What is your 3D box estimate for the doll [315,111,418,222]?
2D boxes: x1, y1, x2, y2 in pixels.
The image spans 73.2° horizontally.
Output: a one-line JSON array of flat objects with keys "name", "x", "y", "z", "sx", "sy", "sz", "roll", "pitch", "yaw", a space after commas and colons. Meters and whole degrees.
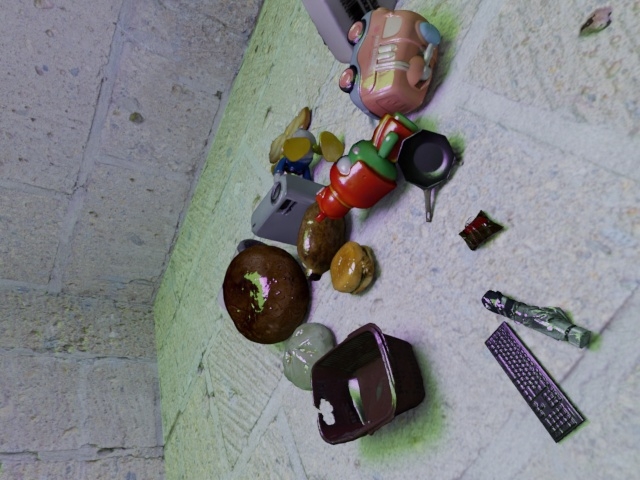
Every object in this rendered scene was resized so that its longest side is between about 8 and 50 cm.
[{"name": "doll", "x": 0.115, "y": -0.172, "z": 1.140, "sx": 0.363, "sy": 0.160, "sz": 0.182, "roll": -42, "pitch": 8, "yaw": 19}]

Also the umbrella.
[{"name": "umbrella", "x": 0.362, "y": 0.128, "z": 0.739, "sx": 0.188, "sy": 0.046, "sz": 0.050, "roll": 26, "pitch": 120, "yaw": 58}]

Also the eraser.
[{"name": "eraser", "x": 0.071, "y": -0.756, "z": 1.338, "sx": 0.150, "sy": 0.332, "sz": 0.331, "roll": 38, "pitch": 111, "yaw": 57}]

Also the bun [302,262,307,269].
[{"name": "bun", "x": -0.018, "y": 0.061, "z": 1.393, "sx": 0.086, "sy": 0.055, "sz": 0.086, "roll": -27, "pitch": 49, "yaw": 36}]

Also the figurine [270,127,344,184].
[{"name": "figurine", "x": -0.079, "y": -0.264, "z": 1.571, "sx": 0.338, "sy": 0.205, "sz": 0.283, "roll": -138, "pitch": 59, "yaw": -70}]

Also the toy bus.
[{"name": "toy bus", "x": 0.196, "y": -0.469, "z": 1.135, "sx": 0.232, "sy": 0.194, "sz": 0.287, "roll": 9, "pitch": 85, "yaw": 52}]

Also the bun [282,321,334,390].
[{"name": "bun", "x": -0.041, "y": 0.334, "z": 1.255, "sx": 0.195, "sy": 0.118, "sz": 0.195, "roll": -37, "pitch": 44, "yaw": 47}]

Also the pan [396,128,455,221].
[{"name": "pan", "x": 0.241, "y": -0.159, "z": 1.028, "sx": 0.129, "sy": 0.048, "sz": 0.201, "roll": 24, "pitch": 112, "yaw": 20}]

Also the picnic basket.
[{"name": "picnic basket", "x": 0.111, "y": 0.335, "z": 0.988, "sx": 0.297, "sy": 0.129, "sz": 0.222, "roll": -47, "pitch": 42, "yaw": 41}]

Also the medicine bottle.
[{"name": "medicine bottle", "x": -0.292, "y": 0.144, "z": 1.700, "sx": 0.273, "sy": 0.165, "sz": 0.165, "roll": -63, "pitch": 33, "yaw": 21}]

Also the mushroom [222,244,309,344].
[{"name": "mushroom", "x": -0.190, "y": 0.180, "z": 1.460, "sx": 0.346, "sy": 0.239, "sz": 0.344, "roll": 9, "pitch": 112, "yaw": 23}]

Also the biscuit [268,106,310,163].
[{"name": "biscuit", "x": -0.130, "y": -0.417, "z": 1.787, "sx": 0.299, "sy": 0.045, "sz": 0.154, "roll": -32, "pitch": 51, "yaw": 49}]

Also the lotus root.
[{"name": "lotus root", "x": 0.000, "y": 0.000, "z": 1.291, "sx": 0.129, "sy": 0.145, "sz": 0.260, "roll": -6, "pitch": 68, "yaw": 46}]

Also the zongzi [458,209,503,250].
[{"name": "zongzi", "x": 0.325, "y": -0.031, "z": 0.880, "sx": 0.083, "sy": 0.067, "sz": 0.073, "roll": -31, "pitch": 37, "yaw": 27}]

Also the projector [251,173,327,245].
[{"name": "projector", "x": -0.093, "y": -0.097, "z": 1.438, "sx": 0.250, "sy": 0.199, "sz": 0.108, "roll": -45, "pitch": 43, "yaw": 42}]

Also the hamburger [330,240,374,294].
[{"name": "hamburger", "x": 0.086, "y": 0.078, "z": 1.185, "sx": 0.147, "sy": 0.083, "sz": 0.138, "roll": -52, "pitch": 37, "yaw": 41}]

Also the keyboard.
[{"name": "keyboard", "x": 0.357, "y": 0.233, "z": 0.738, "sx": 0.067, "sy": 0.011, "sz": 0.202, "roll": -60, "pitch": 34, "yaw": 27}]
